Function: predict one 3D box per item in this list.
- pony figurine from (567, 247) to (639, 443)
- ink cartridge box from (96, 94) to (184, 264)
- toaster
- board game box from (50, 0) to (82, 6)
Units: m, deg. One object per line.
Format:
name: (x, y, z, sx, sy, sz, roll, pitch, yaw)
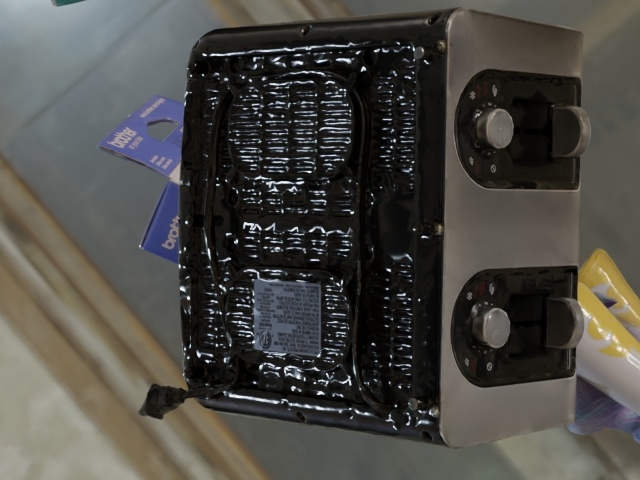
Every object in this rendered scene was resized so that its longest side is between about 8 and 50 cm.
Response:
pony figurine: (0.296, 0.122, 1.021, 0.351, 0.363, 0.303, -51, -6, -22)
ink cartridge box: (0.000, 0.000, 1.239, 0.065, 0.311, 0.186, -64, 1, 18)
toaster: (0.021, -0.005, 0.752, 0.110, 0.168, 0.186, 0, 1, -44)
board game box: (-0.166, -0.341, 1.038, 0.079, 0.336, 0.254, -15, 32, 7)
